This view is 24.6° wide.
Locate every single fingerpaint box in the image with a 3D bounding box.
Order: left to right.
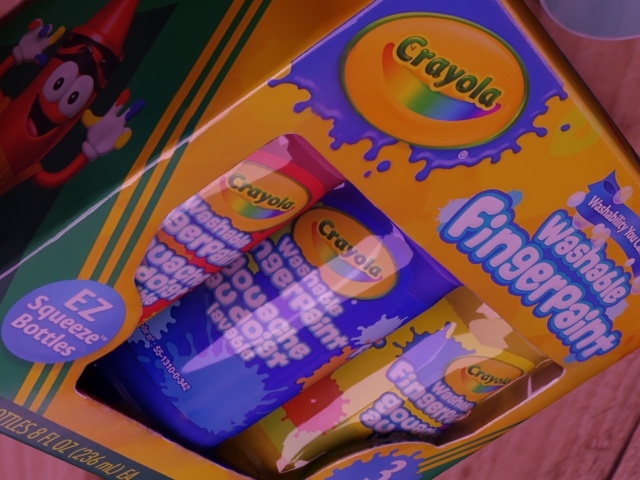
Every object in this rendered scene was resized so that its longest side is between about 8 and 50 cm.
[{"bbox_3d":[0.000,0.000,0.902,0.371,0.163,0.445,-35,143,12],"label":"fingerpaint box"}]

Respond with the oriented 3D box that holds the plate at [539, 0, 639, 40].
[{"bbox_3d":[0.211,-0.201,0.897,0.188,0.024,0.188,-16,144,-12],"label":"plate"}]
